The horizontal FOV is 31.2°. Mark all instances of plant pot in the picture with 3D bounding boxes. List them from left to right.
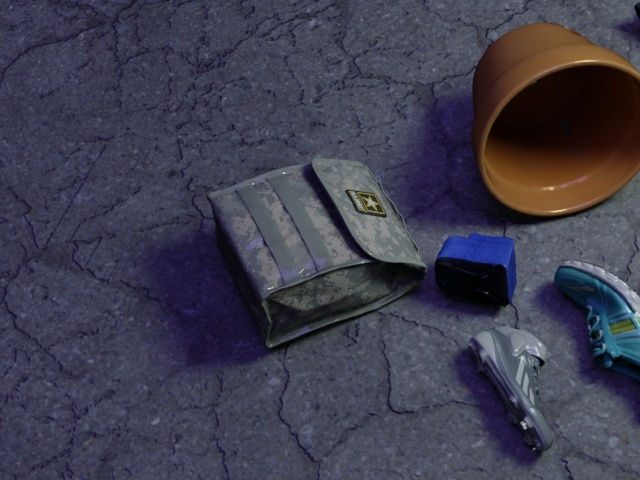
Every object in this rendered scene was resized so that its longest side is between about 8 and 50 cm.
[{"bbox_3d":[0.364,-0.213,1.825,0.291,0.291,0.203,-15,42,-1],"label":"plant pot"}]

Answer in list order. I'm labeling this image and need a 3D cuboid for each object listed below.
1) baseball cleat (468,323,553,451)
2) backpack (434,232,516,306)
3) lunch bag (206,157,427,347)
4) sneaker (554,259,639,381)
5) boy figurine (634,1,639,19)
[{"bbox_3d":[0.304,0.206,1.681,0.109,0.072,0.206,-23,62,-14],"label":"baseball cleat"},{"bbox_3d":[0.242,0.041,1.779,0.120,0.098,0.101,5,38,20],"label":"backpack"},{"bbox_3d":[0.000,0.000,1.797,0.287,0.169,0.235,-19,54,-13],"label":"lunch bag"},{"bbox_3d":[0.440,0.134,1.692,0.110,0.107,0.275,-40,61,-5],"label":"sneaker"},{"bbox_3d":[0.683,-0.474,1.984,0.285,0.092,0.177,-49,54,4],"label":"boy figurine"}]
